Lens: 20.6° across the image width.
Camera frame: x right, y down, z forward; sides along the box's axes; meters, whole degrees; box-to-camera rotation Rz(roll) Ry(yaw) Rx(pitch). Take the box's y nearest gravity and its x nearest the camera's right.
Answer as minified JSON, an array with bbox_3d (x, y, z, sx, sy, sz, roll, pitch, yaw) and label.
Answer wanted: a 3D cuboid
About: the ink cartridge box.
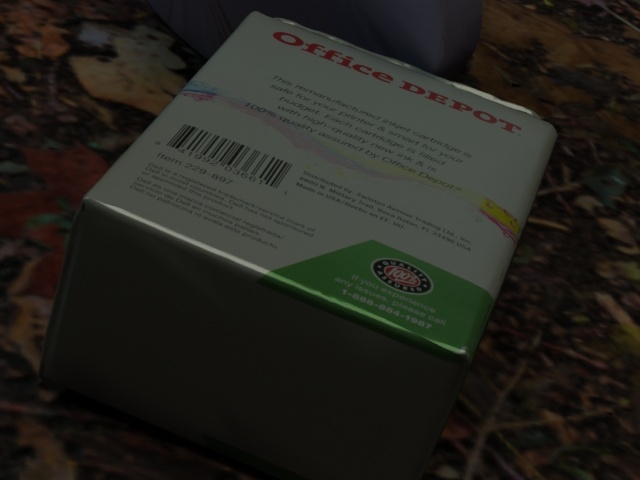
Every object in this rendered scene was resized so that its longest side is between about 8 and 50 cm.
[{"bbox_3d":[0.000,0.000,0.732,0.154,0.093,0.212,22,32,5],"label":"ink cartridge box"}]

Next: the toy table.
[{"bbox_3d":[0.018,-0.179,0.913,0.161,0.252,0.274,-31,53,-32],"label":"toy table"}]
